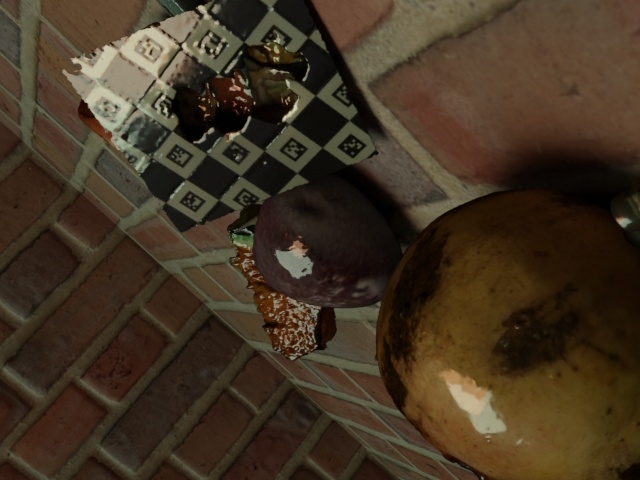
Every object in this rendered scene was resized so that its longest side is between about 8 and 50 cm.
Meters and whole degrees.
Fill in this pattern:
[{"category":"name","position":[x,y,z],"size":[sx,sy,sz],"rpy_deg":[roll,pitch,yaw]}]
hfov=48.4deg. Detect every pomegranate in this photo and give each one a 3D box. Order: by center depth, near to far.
[{"category":"pomegranate","position":[0.209,0.102,0.690],"size":[0.322,0.322,0.322],"rpy_deg":[35,161,14]}]

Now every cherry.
[{"category":"cherry","position":[0.000,0.000,1.021],"size":[0.266,0.183,0.213],"rpy_deg":[22,169,3]}]

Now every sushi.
[{"category":"sushi","position":[-0.111,-0.160,0.842],"size":[0.290,0.050,0.264],"rpy_deg":[-19,127,18]}]

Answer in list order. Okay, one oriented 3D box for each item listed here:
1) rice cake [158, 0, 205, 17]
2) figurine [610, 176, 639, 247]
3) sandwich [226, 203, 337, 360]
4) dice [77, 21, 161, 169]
[{"category":"rice cake","position":[-0.223,-0.342,0.881],"size":[0.211,0.034,0.043],"rpy_deg":[44,160,-12]},{"category":"figurine","position":[0.332,0.028,0.474],"size":[0.256,0.167,0.192],"rpy_deg":[58,177,21]},{"category":"sandwich","position":[-0.035,0.081,1.312],"size":[0.251,0.162,0.301],"rpy_deg":[19,125,20]},{"category":"dice","position":[-0.204,-0.174,0.967],"size":[0.179,0.174,0.175],"rpy_deg":[43,173,-37]}]
